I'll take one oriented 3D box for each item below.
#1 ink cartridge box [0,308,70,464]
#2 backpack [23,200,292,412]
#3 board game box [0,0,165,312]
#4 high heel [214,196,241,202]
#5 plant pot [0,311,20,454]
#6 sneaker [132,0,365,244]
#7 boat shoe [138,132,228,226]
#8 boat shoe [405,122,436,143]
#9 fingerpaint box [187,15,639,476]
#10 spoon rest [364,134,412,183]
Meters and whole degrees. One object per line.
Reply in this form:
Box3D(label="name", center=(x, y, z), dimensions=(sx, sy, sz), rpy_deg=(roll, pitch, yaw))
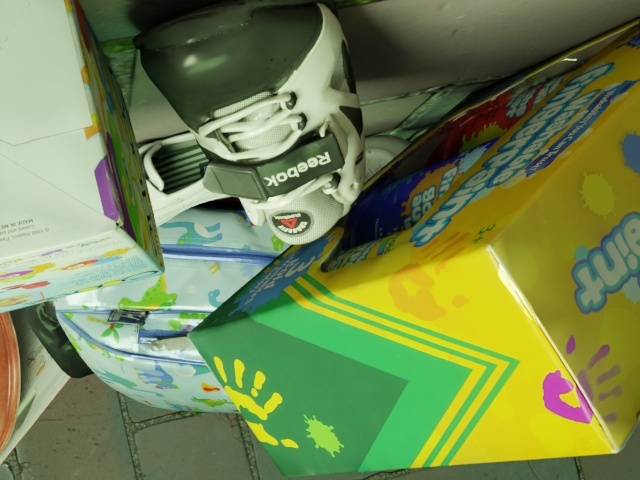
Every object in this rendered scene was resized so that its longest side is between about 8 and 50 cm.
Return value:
Box3D(label="ink cartridge box", center=(-0.378, 0.170, 1.453), dimensions=(0.060, 0.239, 0.275), rpy_deg=(24, 116, -38))
Box3D(label="backpack", center=(-0.113, 0.069, 1.180), dimensions=(0.356, 0.273, 0.290), rpy_deg=(-10, 155, -1))
Box3D(label="board game box", center=(-0.187, -0.042, 0.671), dimensions=(0.144, 0.142, 0.275), rpy_deg=(-13, 175, -5))
Box3D(label="high heel", center=(-0.106, -0.060, 1.311), dimensions=(0.082, 0.117, 0.244), rpy_deg=(10, 162, 23))
Box3D(label="plant pot", center=(-0.544, 0.161, 1.320), dimensions=(0.272, 0.272, 0.265), rpy_deg=(-18, 170, 42))
Box3D(label="sneaker", center=(-0.023, -0.074, 0.771), dimensions=(0.123, 0.146, 0.330), rpy_deg=(-13, 174, 13))
Box3D(label="boat shoe", center=(-0.151, -0.061, 1.028), dimensions=(0.226, 0.083, 0.076), rpy_deg=(-22, 159, 2))
Box3D(label="boat shoe", center=(0.196, -0.121, 1.345), dimensions=(0.233, 0.084, 0.079), rpy_deg=(-18, -143, -42))
Box3D(label="fingerpaint box", center=(0.165, -0.018, 0.911), dimensions=(0.445, 0.163, 0.371), rpy_deg=(-41, -167, -35))
Box3D(label="spoon rest", center=(0.097, -0.008, 1.219), dimensions=(0.137, 0.276, 0.084), rpy_deg=(-36, 147, 0))
